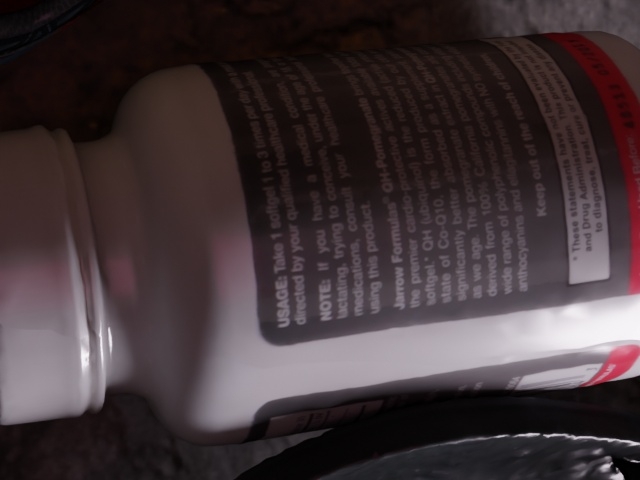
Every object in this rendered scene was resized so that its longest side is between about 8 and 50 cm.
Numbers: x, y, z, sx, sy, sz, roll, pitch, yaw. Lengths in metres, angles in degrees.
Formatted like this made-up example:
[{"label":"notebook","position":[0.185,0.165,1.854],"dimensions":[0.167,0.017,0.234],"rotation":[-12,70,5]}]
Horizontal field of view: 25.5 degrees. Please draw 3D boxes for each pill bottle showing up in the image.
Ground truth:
[{"label":"pill bottle","position":[0.000,0.000,0.667],"dimensions":[0.319,0.176,0.176],"rotation":[-7,100,-16]}]

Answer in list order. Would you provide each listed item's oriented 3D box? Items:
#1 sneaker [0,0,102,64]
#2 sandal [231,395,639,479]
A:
[{"label":"sneaker","position":[-0.086,-0.159,0.644],"dimensions":[0.262,0.125,0.104],"rotation":[-40,107,-8]},{"label":"sandal","position":[0.144,0.169,0.709],"dimensions":[0.446,0.107,0.167],"rotation":[8,129,-28]}]
